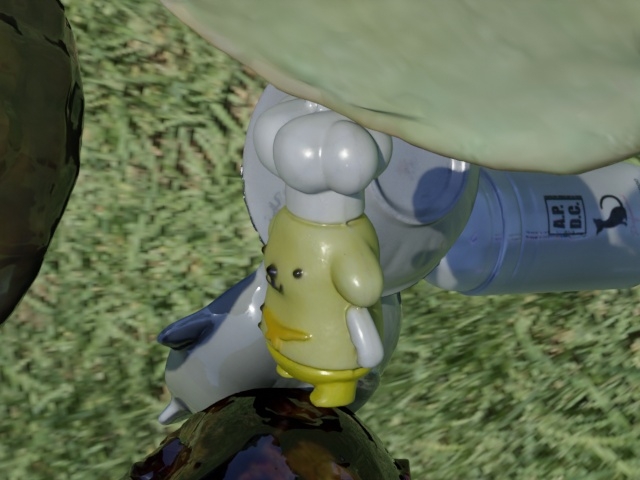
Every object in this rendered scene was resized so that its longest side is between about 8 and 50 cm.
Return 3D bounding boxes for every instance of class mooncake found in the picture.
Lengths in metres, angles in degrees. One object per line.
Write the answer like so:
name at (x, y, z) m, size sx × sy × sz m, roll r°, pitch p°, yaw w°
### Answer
mooncake at (-0.263, -0.062, 0.986) m, size 0.290 × 0.161 × 0.290 m, roll -22°, pitch 60°, yaw 43°

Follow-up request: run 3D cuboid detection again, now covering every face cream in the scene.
face cream at (0.180, -0.011, 1.791) m, size 0.145 × 0.370 × 0.145 m, roll 8°, pitch 99°, yaw 59°

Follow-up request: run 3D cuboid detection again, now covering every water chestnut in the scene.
water chestnut at (-0.049, 0.255, 1.155) m, size 0.300 × 0.300 × 0.300 m, roll 0°, pitch 90°, yaw 17°

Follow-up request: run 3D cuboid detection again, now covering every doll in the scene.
doll at (0.000, 0.000, 0.852) m, size 0.106 × 0.062 × 0.162 m, roll 32°, pitch 126°, yaw 56°

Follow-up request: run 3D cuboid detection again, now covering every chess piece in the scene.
chess piece at (0.099, -0.265, 0.578) m, size 0.234 × 0.234 × 0.442 m, roll 21°, pitch 69°, yaw 16°

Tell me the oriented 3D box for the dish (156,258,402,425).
dish at (-0.023, 0.104, 1.315) m, size 0.228 × 0.236 × 0.086 m, roll -34°, pitch 63°, yaw 3°

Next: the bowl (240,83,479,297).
bowl at (0.047, -0.050, 1.170) m, size 0.189 × 0.086 × 0.189 m, roll 0°, pitch 90°, yaw -27°
